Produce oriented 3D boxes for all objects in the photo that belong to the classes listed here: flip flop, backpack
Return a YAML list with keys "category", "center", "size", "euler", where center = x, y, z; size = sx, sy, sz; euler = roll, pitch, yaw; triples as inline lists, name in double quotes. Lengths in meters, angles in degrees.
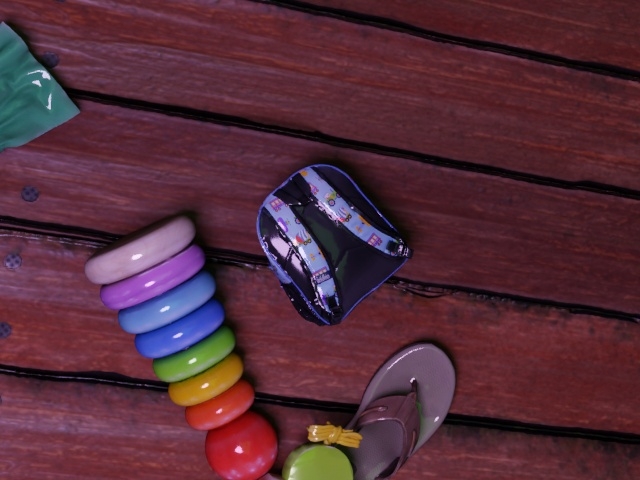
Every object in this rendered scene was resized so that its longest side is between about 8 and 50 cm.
- category: "flip flop"
  center: [0.074, 0.247, 1.430]
  size: [0.277, 0.080, 0.112]
  euler: [-44, 98, -13]
- category: "backpack"
  center: [0.000, 0.000, 1.407]
  size: [0.158, 0.117, 0.173]
  euler: [-42, 98, -13]

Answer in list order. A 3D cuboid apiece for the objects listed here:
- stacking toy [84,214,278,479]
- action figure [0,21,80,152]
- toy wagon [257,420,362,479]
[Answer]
- category: "stacking toy"
  center: [-0.152, 0.143, 1.361]
  size: [0.141, 0.141, 0.330]
  euler: [-27, 99, -15]
- category: "action figure"
  center: [-0.415, -0.130, 1.332]
  size: [0.232, 0.063, 0.137]
  euler: [-43, 99, -17]
- category: "toy wagon"
  center: [-0.026, 0.382, 1.356]
  size: [0.267, 0.068, 0.344]
  euler: [15, 88, -19]
